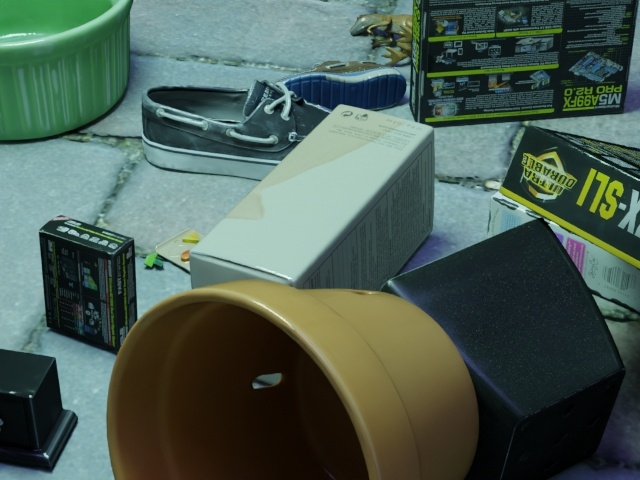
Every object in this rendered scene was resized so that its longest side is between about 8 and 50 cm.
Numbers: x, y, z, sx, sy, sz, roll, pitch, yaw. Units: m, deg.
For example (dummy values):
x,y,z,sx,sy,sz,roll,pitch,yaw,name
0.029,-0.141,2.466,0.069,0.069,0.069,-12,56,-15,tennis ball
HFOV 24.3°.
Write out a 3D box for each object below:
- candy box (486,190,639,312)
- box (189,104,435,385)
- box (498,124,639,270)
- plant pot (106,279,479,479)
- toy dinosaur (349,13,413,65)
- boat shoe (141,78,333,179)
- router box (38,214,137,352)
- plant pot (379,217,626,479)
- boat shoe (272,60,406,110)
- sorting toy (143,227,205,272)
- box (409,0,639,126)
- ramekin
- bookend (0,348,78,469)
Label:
x,y,z,sx,sy,sz,roll,pitch,yaw,name
0.307,-0.023,1.620,0.196,0.070,0.165,24,43,29,candy box
0.000,0.000,1.533,0.121,0.148,0.311,17,38,24,box
0.363,-0.003,1.363,0.257,0.079,0.322,8,18,-46,box
-0.004,0.160,1.223,0.291,0.291,0.203,28,28,33,plant pot
0.135,-0.282,1.987,0.211,0.064,0.112,13,37,17,toy dinosaur
-0.066,-0.140,1.760,0.301,0.102,0.108,6,36,9,boat shoe
-0.232,0.043,1.493,0.092,0.122,0.038,18,35,23,router box
0.165,0.122,1.342,0.187,0.188,0.167,-22,51,-27,plant pot
0.014,-0.191,1.871,0.183,0.066,0.066,-5,30,-23,boat shoe
-0.152,0.014,1.625,0.062,0.012,0.083,29,45,34,sorting toy
0.247,-0.251,1.814,0.270,0.216,0.060,-5,38,-5,box
-0.383,-0.255,1.884,0.303,0.148,0.303,-1,36,0,ramekin
-0.315,0.120,1.360,0.157,0.156,0.072,8,37,10,bookend
